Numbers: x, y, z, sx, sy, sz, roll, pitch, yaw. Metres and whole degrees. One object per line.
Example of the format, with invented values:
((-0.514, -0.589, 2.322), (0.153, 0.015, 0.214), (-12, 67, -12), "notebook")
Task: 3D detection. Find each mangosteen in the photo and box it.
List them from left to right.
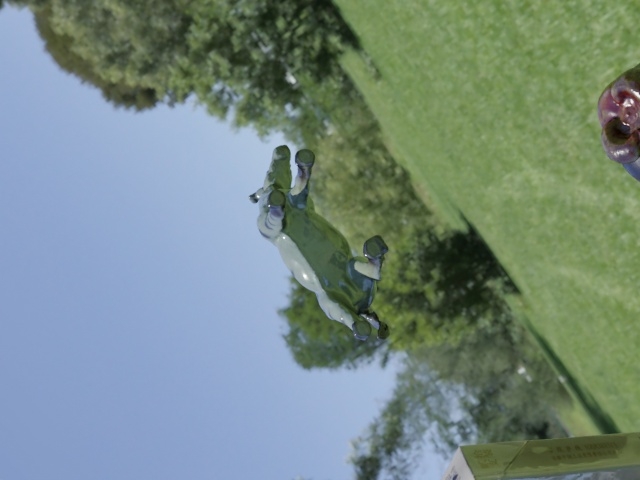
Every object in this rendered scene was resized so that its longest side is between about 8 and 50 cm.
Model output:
((0.471, -0.162, 1.228), (0.210, 0.209, 0.210), (54, -173, -10), "mangosteen")

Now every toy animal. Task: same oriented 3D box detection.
((-0.005, 0.002, 0.823), (0.217, 0.073, 0.176), (56, 172, 13), "toy animal")

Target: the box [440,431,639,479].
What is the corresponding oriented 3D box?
((0.287, 0.306, 1.068), (0.365, 0.205, 0.051), (1, -140, -24), "box")
